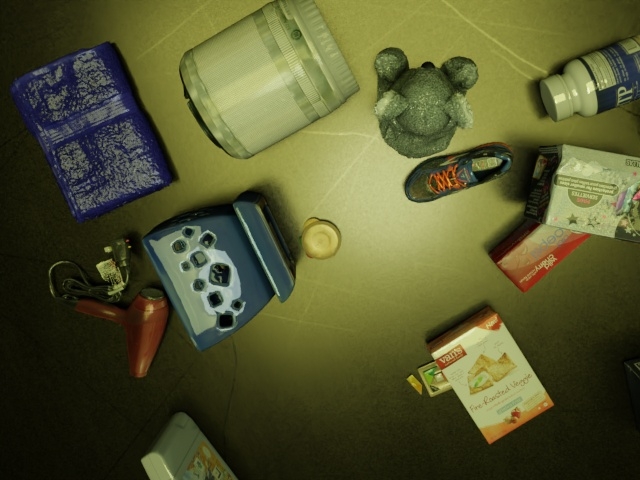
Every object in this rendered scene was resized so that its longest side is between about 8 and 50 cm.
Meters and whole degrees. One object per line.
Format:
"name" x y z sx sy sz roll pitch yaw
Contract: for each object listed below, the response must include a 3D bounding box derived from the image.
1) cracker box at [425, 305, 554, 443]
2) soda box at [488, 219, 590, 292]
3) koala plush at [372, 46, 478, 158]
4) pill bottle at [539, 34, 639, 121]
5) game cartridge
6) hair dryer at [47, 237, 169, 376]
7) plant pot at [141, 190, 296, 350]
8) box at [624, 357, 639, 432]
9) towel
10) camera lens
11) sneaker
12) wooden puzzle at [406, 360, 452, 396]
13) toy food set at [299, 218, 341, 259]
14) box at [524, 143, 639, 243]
"cracker box" 0.343 0.273 1.376 0.156 0.067 0.232 -33 98 4
"soda box" 0.454 -0.023 1.301 0.263 0.092 0.083 -44 96 11
"koala plush" 0.185 -0.238 1.206 0.196 0.221 0.203 8 102 1
"pill bottle" 0.505 -0.288 1.233 0.187 0.112 0.111 -21 100 8
"game cartridge" -0.243 0.519 1.403 0.062 0.198 0.297 -34 98 9
"hair dryer" -0.419 0.147 1.414 0.224 0.080 0.293 -23 94 24
"plant pot" -0.173 0.038 1.286 0.212 0.236 0.235 -25 99 2
"box" 0.776 0.321 1.250 0.297 0.294 0.182 -15 103 7
"towel" -0.451 -0.207 1.326 0.228 0.076 0.308 -23 100 9
"camera lens" -0.095 -0.291 1.213 0.274 0.219 0.219 -28 99 9
"sneaker" 0.265 -0.131 1.293 0.221 0.087 0.083 -23 99 8
"wooden puzzle" 0.247 0.288 1.419 0.116 0.014 0.078 -32 98 9
"toy food set" 0.000 0.000 1.370 0.083 0.020 0.082 14 103 0
"box" 0.500 -0.073 1.157 0.248 0.163 0.142 10 97 3
